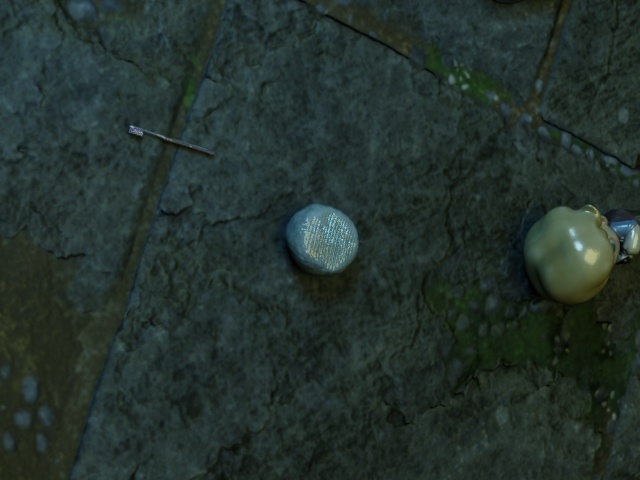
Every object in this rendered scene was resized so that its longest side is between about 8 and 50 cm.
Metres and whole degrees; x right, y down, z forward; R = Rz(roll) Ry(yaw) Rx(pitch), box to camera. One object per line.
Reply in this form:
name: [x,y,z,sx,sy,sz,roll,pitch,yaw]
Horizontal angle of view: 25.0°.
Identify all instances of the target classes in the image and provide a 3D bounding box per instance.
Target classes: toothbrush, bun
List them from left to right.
toothbrush: [-0.146,-0.097,1.425,0.097,0.006,0.008,15,84,-31]
bun: [0.000,0.000,1.494,0.083,0.045,0.083,-1,92,-35]

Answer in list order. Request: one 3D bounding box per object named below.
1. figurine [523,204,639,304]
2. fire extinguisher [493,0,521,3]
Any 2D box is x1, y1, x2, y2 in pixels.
figurine: [0.319,0.012,1.668,0.196,0.114,0.108,-9,71,-42]
fire extinguisher: [0.226,-0.298,1.639,0.132,0.039,0.056,-12,87,-31]
